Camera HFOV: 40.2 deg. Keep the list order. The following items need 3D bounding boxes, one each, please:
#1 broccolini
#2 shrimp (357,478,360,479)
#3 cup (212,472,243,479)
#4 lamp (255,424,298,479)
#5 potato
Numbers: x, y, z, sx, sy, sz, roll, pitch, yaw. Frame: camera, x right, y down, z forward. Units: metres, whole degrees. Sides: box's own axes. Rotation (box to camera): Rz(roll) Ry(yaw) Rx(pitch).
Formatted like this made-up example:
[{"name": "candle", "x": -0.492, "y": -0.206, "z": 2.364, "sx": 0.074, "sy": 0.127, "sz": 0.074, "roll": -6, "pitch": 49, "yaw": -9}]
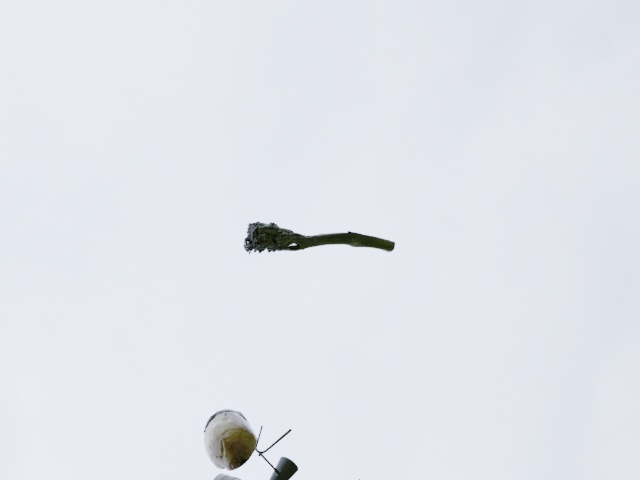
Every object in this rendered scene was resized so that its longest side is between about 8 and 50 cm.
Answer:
[{"name": "broccolini", "x": 0.000, "y": 0.000, "z": 1.320, "sx": 0.239, "sy": 0.054, "sz": 0.051, "roll": 2, "pitch": -123, "yaw": -20}, {"name": "shrimp", "x": -0.065, "y": 0.440, "z": 1.268, "sx": 0.289, "sy": 0.075, "sz": 0.178, "roll": -41, "pitch": -50, "yaw": 4}, {"name": "cup", "x": -0.148, "y": 0.488, "z": 1.610, "sx": 0.074, "sy": 0.099, "sz": 0.102, "roll": -52, "pitch": -38, "yaw": -42}, {"name": "lamp", "x": -0.063, "y": 0.307, "z": 1.214, "sx": 0.054, "sy": 0.041, "sz": 0.121, "roll": -51, "pitch": -33, "yaw": -35}, {"name": "potato", "x": -0.155, "y": 0.339, "z": 1.495, "sx": 0.096, "sy": 0.103, "sz": 0.066, "roll": -41, "pitch": -70, "yaw": -17}]
